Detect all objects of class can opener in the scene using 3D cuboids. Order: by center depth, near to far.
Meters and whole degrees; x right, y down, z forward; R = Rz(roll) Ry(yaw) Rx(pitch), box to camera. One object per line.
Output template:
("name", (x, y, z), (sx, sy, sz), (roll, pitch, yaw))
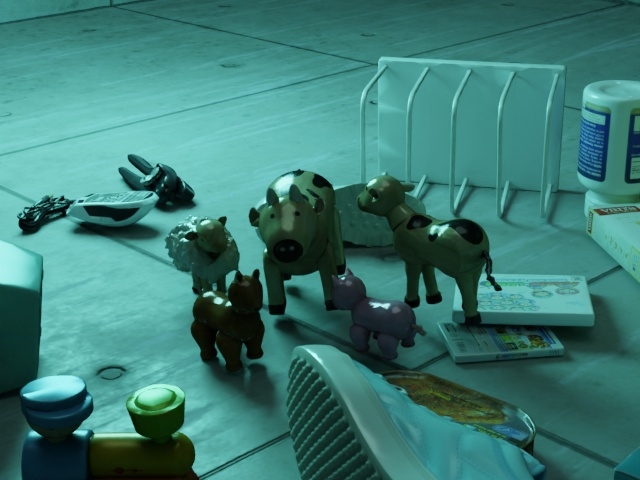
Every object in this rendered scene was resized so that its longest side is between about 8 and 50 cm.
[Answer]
("can opener", (-0.263, -0.092, 1.761), (0.059, 0.073, 0.186), (-51, 37, -12))

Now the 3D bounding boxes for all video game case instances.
("video game case", (0.198, 0.109, 1.289), (0.122, 0.011, 0.087), (-4, 21, -7))
("video game case", (0.236, 0.068, 1.358), (0.157, 0.019, 0.143), (1, 16, 9))

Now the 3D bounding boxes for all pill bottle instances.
("pill bottle", (0.418, -0.122, 1.622), (0.112, 0.186, 0.112), (0, 22, 0))

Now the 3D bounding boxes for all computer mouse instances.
("computer mouse", (-0.320, -0.040, 1.636), (0.193, 0.042, 0.106), (-1, 17, 15))

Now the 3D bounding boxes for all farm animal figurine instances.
("farm animal figurine", (0.000, 0.000, 1.306), (0.330, 0.172, 0.327), (-12, 23, -11))

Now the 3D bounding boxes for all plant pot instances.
("plant pot", (-0.408, 0.074, 1.197), (0.234, 0.165, 0.165), (2, 21, -12))

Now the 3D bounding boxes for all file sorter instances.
("file sorter", (0.206, -0.145, 1.686), (0.278, 0.192, 0.173), (5, 25, 13))

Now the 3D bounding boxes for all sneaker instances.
("sneaker", (0.095, 0.199, 0.936), (0.150, 0.135, 0.366), (-3, 29, -28))
("sneaker", (0.026, -0.042, 1.581), (0.235, 0.090, 0.095), (1, 12, -1))

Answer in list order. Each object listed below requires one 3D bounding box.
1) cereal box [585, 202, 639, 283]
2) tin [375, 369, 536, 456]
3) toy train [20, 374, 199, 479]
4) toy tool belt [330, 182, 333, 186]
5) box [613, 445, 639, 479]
("cereal box", (0.464, 0.008, 1.482), (0.173, 0.047, 0.240), (-3, 22, -9))
("tin", (0.112, 0.174, 1.096), (0.190, 0.040, 0.106), (18, 24, 38))
("toy train", (-0.121, 0.181, 0.939), (0.248, 0.143, 0.105), (0, 22, 1))
("toy tool belt", (0.001, -0.063, 1.666), (0.083, 0.051, 0.052), (-13, 25, -29))
("box", (0.213, 0.227, 0.680), (0.060, 0.244, 0.100), (18, 29, 40))
